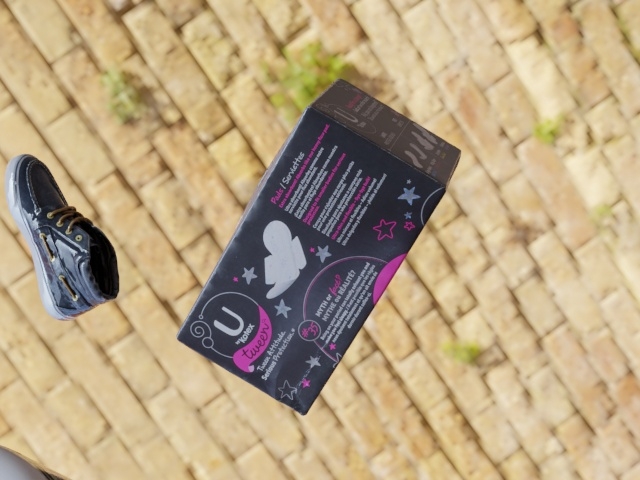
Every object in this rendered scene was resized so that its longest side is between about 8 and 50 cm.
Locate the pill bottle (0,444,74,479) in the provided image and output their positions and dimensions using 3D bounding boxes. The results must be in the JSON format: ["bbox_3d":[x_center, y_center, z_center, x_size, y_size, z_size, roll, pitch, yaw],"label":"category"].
[{"bbox_3d":[-0.106,0.144,0.575,0.103,0.103,0.184,51,179,27],"label":"pill bottle"}]

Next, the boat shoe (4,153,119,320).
[{"bbox_3d":[-0.264,-0.012,1.577,0.065,0.083,0.183,-16,-94,-54],"label":"boat shoe"}]

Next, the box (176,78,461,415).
[{"bbox_3d":[0.000,0.000,1.360,0.142,0.247,0.163,32,-162,1],"label":"box"}]
